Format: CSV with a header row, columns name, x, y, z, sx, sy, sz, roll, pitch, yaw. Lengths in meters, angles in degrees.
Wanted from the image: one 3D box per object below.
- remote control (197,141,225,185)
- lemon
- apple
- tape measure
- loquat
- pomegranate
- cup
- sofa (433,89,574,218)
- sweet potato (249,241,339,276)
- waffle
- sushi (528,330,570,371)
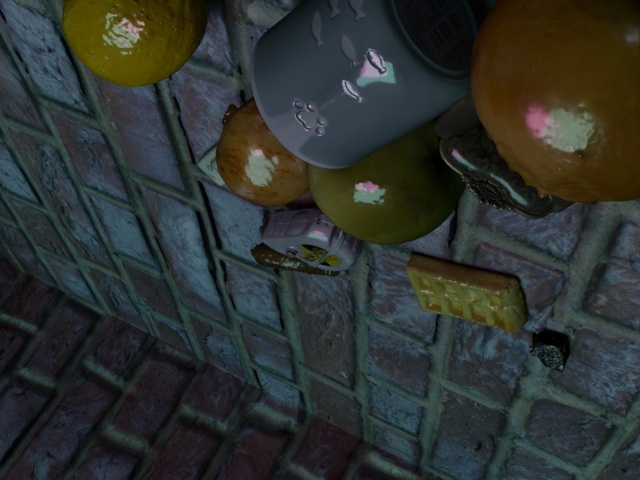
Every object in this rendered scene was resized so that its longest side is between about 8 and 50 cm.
name,x,y,z,sx,sy,sz,roll,pitch,yaw
remote control,-0.221,-0.190,1.956,0.090,0.049,0.230,42,153,-13
lemon,-0.332,-0.408,1.492,0.245,0.245,0.320,44,144,-22
apple,0.116,-0.119,1.519,0.258,0.233,0.295,0,139,48
tape measure,0.000,0.000,1.970,0.236,0.120,0.197,-6,146,45
loquat,0.349,-0.208,1.033,0.328,0.328,0.328,25,152,14
pomegranate,-0.100,-0.185,1.655,0.248,0.248,0.248,25,152,14
cup,0.062,-0.319,1.240,0.274,0.259,0.356,-23,82,46
sofa,0.327,-0.164,1.280,0.258,0.182,0.200,34,152,-4
sweet potato,-0.061,0.053,2.176,0.273,0.075,0.075,13,148,28
waffle,0.330,0.121,1.894,0.274,0.057,0.168,13,147,33
sushi,0.525,0.249,1.906,0.085,0.056,0.083,16,149,27
